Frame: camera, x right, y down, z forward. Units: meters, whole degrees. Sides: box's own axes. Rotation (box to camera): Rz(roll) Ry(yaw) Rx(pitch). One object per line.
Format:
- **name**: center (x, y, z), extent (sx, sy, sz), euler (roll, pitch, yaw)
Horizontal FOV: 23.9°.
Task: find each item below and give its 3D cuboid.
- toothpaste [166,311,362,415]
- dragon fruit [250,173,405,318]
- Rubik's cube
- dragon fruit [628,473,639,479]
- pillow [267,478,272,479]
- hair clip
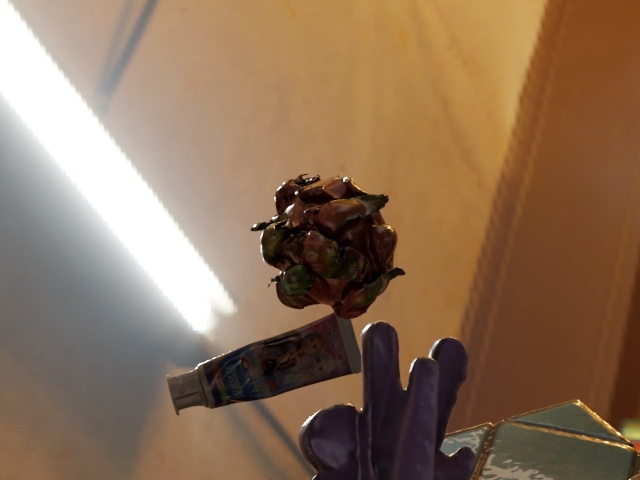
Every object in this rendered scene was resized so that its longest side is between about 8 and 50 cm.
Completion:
- **toothpaste**: center (-0.076, 0.174, 2.069), extent (0.061, 0.266, 0.096), euler (-123, 17, -73)
- **dragon fruit**: center (0.000, 0.000, 1.251), extent (0.138, 0.142, 0.175), euler (45, -154, 15)
- **Rubik's cube**: center (0.211, 0.301, 1.429), extent (0.205, 0.205, 0.207), euler (-12, -59, -25)
- **dragon fruit**: center (0.272, 0.201, 1.164), extent (0.056, 0.083, 0.060), euler (-110, 8, -61)
- **pillow**: center (-0.139, 0.443, 2.082), extent (0.255, 0.059, 0.169), euler (-28, -41, -49)
- **hair clip**: center (0.031, 0.186, 0.856), extent (0.137, 0.090, 0.278), euler (13, -118, -20)
